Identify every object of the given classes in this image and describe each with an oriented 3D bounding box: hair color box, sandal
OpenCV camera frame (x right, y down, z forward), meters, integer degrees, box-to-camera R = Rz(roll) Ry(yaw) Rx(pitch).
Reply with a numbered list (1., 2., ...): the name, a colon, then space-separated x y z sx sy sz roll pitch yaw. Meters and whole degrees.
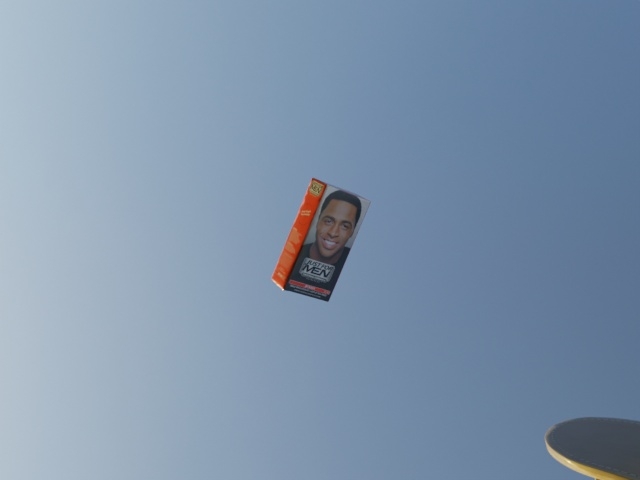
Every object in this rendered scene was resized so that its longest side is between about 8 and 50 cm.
1. hair color box: 0.000 0.000 0.856 0.043 0.072 0.141 33 -76 58
2. sandal: 0.254 0.185 0.472 0.240 0.088 0.079 -13 -89 65
